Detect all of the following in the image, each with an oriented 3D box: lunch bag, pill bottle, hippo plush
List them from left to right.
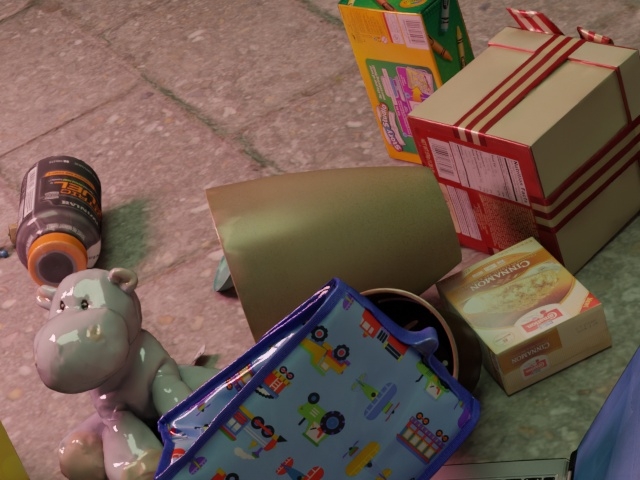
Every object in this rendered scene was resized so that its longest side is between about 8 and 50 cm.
[{"bbox_3d":[-0.403,-0.022,2.312,0.130,0.130,0.245,-18,32,3],"label":"pill bottle"},{"bbox_3d":[-0.226,0.144,1.847,0.234,0.236,0.294,-7,33,21],"label":"hippo plush"},{"bbox_3d":[0.009,0.191,1.543,0.293,0.221,0.138,-43,19,11],"label":"lunch bag"}]

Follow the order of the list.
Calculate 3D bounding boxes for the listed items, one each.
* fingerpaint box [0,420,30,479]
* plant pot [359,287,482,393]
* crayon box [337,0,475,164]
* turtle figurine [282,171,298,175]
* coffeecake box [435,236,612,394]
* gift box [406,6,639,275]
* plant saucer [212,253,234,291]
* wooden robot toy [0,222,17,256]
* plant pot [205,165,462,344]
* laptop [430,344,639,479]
[{"bbox_3d":[-0.607,0.310,1.713,0.445,0.163,0.371,-30,11,-28],"label":"fingerpaint box"},{"bbox_3d":[0.103,0.139,1.706,0.167,0.167,0.165,-5,-5,23],"label":"plant pot"},{"bbox_3d":[0.146,-0.240,2.191,0.165,0.278,0.081,16,47,44],"label":"crayon box"},{"bbox_3d":[0.000,0.000,2.089,0.270,0.087,0.217,11,50,29],"label":"turtle figurine"},{"bbox_3d":[0.245,0.089,1.826,0.142,0.068,0.185,-25,32,-8],"label":"coffeecake box"},{"bbox_3d":[0.283,-0.142,1.987,0.258,0.255,0.276,-39,42,-25],"label":"gift box"},{"bbox_3d":[-0.118,0.023,2.130,0.119,0.021,0.119,-59,14,25],"label":"plant saucer"},{"bbox_3d":[-0.564,0.000,2.435,0.173,0.076,0.079,-25,21,-8],"label":"wooden robot toy"},{"bbox_3d":[0.027,0.013,1.862,0.274,0.256,0.256,-19,31,0],"label":"plant pot"},{"bbox_3d":[0.148,0.270,1.438,0.408,0.236,0.382,-6,33,22],"label":"laptop"}]
